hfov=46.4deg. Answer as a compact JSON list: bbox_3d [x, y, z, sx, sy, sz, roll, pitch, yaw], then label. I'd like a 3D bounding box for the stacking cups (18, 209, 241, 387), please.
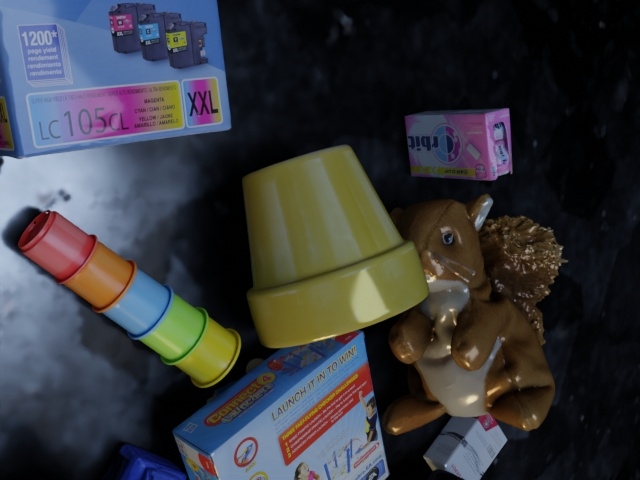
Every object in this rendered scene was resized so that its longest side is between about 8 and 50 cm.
[{"bbox_3d":[-0.237,0.073,0.969,0.316,0.096,0.096,46,69,-33],"label":"stacking cups"}]

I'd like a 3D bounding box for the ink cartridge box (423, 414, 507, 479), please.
[{"bbox_3d":[0.281,0.404,1.451,0.150,0.063,0.109,-46,121,-23],"label":"ink cartridge box"}]

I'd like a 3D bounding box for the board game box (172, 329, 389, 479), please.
[{"bbox_3d":[-0.041,0.324,1.124,0.308,0.086,0.301,-33,124,-36],"label":"board game box"}]

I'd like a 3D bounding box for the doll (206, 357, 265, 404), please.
[{"bbox_3d":[-0.123,0.265,1.118,0.129,0.046,0.189,26,82,-45],"label":"doll"}]

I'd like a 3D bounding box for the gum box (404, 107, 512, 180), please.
[{"bbox_3d":[0.233,-0.162,1.246,0.062,0.188,0.107,-18,107,-36],"label":"gum box"}]

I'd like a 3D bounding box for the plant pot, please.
[{"bbox_3d":[0.000,0.000,1.068,0.254,0.254,0.238,-19,92,-35],"label":"plant pot"}]

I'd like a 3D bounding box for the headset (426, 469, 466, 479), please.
[{"bbox_3d":[0.246,0.539,1.335,0.394,0.185,0.243,-9,122,-23],"label":"headset"}]

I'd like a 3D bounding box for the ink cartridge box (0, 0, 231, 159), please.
[{"bbox_3d":[-0.268,-0.307,0.854,0.270,0.151,0.395,-15,105,-36],"label":"ink cartridge box"}]

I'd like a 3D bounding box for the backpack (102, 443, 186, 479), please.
[{"bbox_3d":[-0.248,0.351,0.999,0.098,0.101,0.120,35,79,-30],"label":"backpack"}]

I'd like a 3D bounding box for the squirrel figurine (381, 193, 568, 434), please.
[{"bbox_3d":[0.253,0.089,1.297,0.397,0.281,0.370,-31,105,-47],"label":"squirrel figurine"}]
